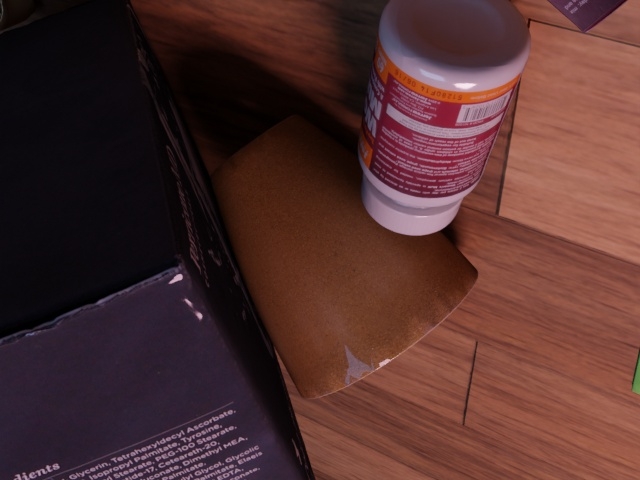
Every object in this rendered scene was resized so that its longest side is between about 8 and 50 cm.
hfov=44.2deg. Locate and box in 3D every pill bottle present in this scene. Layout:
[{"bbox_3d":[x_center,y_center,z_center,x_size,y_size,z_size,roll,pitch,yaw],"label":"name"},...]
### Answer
[{"bbox_3d":[0.097,-0.106,0.698,0.121,0.121,0.221,27,147,12],"label":"pill bottle"}]

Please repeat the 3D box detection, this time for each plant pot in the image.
[{"bbox_3d":[0.000,0.000,0.862,0.254,0.237,0.237,54,146,-3],"label":"plant pot"}]

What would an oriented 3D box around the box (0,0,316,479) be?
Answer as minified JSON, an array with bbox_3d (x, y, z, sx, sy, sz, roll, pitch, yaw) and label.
[{"bbox_3d":[-0.231,0.074,0.861,0.479,0.298,0.471,-113,2,-46],"label":"box"}]

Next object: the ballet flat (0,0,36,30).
[{"bbox_3d":[-0.403,-0.342,0.887,0.080,0.073,0.232,9,140,35],"label":"ballet flat"}]

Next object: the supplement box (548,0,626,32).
[{"bbox_3d":[0.140,-0.239,0.498,0.188,0.104,0.081,39,149,-6],"label":"supplement box"}]

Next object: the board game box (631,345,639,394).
[{"bbox_3d":[0.232,-0.098,0.400,0.046,0.317,0.213,15,144,26],"label":"board game box"}]
